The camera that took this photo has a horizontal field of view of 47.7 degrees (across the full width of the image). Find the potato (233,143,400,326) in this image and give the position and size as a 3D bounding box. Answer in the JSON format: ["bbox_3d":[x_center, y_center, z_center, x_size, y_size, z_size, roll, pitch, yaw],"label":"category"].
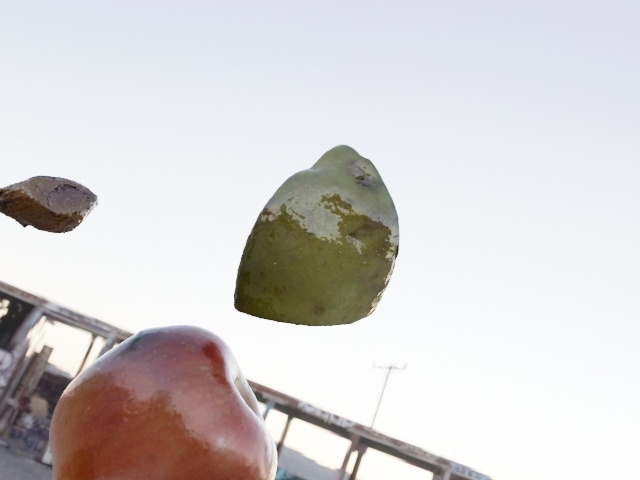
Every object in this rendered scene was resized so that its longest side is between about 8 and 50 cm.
[{"bbox_3d":[0.000,0.000,0.615,0.081,0.149,0.120,20,22,41],"label":"potato"}]

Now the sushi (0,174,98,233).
[{"bbox_3d":[-0.249,-0.030,0.661,0.099,0.050,0.047,14,-40,-38],"label":"sushi"}]

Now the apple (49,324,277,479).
[{"bbox_3d":[-0.134,0.172,0.598,0.199,0.199,0.199,18,-20,7],"label":"apple"}]
